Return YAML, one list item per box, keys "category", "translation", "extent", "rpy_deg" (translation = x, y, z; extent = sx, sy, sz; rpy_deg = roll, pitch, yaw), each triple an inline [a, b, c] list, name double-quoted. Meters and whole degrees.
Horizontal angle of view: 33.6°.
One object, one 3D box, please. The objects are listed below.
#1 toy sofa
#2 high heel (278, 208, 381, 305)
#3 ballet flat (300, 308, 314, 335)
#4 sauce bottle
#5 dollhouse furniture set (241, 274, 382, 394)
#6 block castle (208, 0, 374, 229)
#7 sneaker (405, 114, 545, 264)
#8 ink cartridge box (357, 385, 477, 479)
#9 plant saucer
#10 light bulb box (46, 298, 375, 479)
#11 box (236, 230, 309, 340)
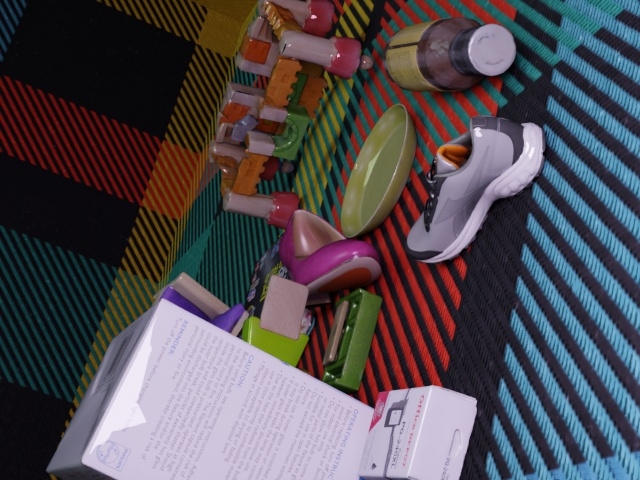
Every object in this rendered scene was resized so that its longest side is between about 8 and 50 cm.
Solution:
- category: "toy sofa"
  translation: [-0.295, 0.239, 2.042]
  extent: [0.177, 0.150, 0.362]
  rpy_deg: [-33, 25, 46]
- category: "high heel"
  translation: [0.000, 0.000, 1.718]
  extent: [0.377, 0.127, 0.181]
  rpy_deg: [145, 118, -69]
- category: "ballet flat"
  translation: [-0.089, 0.219, 1.910]
  extent: [0.091, 0.077, 0.241]
  rpy_deg: [-120, 53, -71]
- category: "sauce bottle"
  translation: [0.187, -0.272, 1.564]
  extent: [0.111, 0.111, 0.344]
  rpy_deg: [-67, 15, 4]
- category: "dollhouse furniture set"
  translation: [-0.065, 0.159, 1.675]
  extent: [0.301, 0.198, 0.151]
  rpy_deg: [-36, 37, 62]
- category: "block castle"
  translation: [-0.069, -0.281, 2.289]
  extent: [0.303, 0.213, 0.453]
  rpy_deg: [-114, 40, -53]
- category: "sneaker"
  translation: [0.173, -0.069, 1.345]
  extent: [0.271, 0.108, 0.100]
  rpy_deg: [126, 157, -47]
- category: "ink cartridge box"
  translation: [0.110, 0.231, 1.230]
  extent: [0.150, 0.063, 0.109]
  rpy_deg: [-30, 41, 67]
- category: "plant saucer"
  translation: [0.102, -0.112, 1.775]
  extent: [0.241, 0.037, 0.240]
  rpy_deg: [-159, 90, -74]
- category: "light bulb box"
  translation: [-0.136, 0.281, 1.411]
  extent: [0.225, 0.361, 0.358]
  rpy_deg: [-66, 14, -21]
- category: "box"
  translation: [-0.082, 0.096, 2.081]
  extent: [0.270, 0.060, 0.216]
  rpy_deg: [-45, 27, 56]
